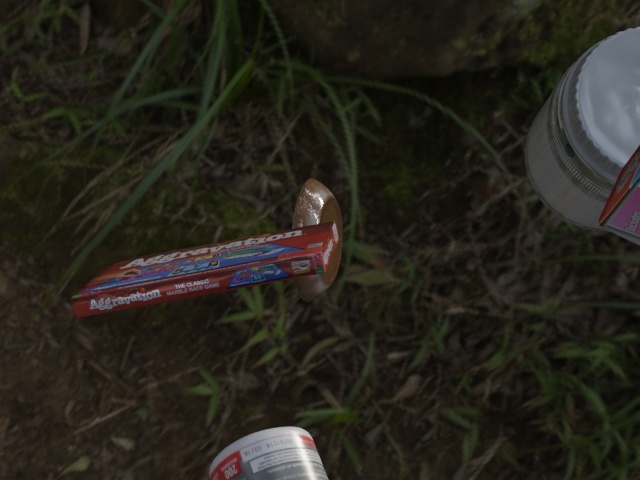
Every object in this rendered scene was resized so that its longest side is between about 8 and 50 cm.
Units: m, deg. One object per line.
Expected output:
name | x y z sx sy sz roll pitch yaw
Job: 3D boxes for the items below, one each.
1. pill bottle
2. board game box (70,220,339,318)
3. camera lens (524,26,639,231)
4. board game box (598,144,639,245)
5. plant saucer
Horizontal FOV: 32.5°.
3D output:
pill bottle | -0.041 0.419 1.531 0.161 0.161 0.283 1 51 -34
board game box | -0.124 0.030 1.232 0.145 0.281 0.027 -63 141 -75
camera lens | 0.403 -0.141 1.473 0.219 0.274 0.220 0 77 -1
board game box | 0.386 -0.013 0.774 0.316 0.242 0.064 27 67 6
plant saucer | 0.000 0.000 1.755 0.036 0.199 0.199 3 46 18
